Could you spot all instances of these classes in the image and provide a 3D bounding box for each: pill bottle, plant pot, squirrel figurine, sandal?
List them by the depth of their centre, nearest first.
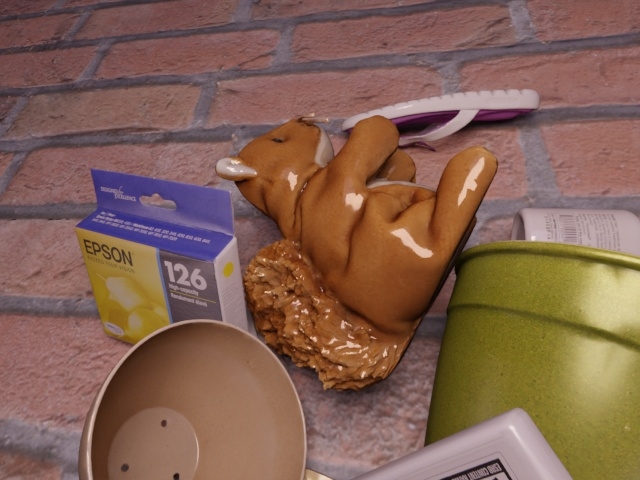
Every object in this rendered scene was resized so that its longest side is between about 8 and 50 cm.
[{"bbox_3d":[0.269,0.242,0.459,0.366,0.366,0.353,20,75,23],"label":"plant pot"},{"bbox_3d":[-0.187,0.274,0.566,0.190,0.283,0.285,-35,46,37],"label":"plant pot"},{"bbox_3d":[0.000,0.000,0.635,0.370,0.281,0.398,28,93,19],"label":"squirrel figurine"},{"bbox_3d":[0.436,0.015,0.672,0.228,0.131,0.131,2,58,14],"label":"pill bottle"},{"bbox_3d":[0.251,-0.244,0.892,0.415,0.169,0.103,-6,97,8],"label":"sandal"}]

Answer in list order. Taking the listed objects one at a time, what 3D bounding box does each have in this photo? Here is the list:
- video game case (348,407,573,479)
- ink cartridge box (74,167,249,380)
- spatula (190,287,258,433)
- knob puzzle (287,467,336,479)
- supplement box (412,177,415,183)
[{"bbox_3d":[0.114,0.333,0.332,0.329,0.036,0.300,-46,65,35],"label":"video game case"},{"bbox_3d":[-0.263,0.055,0.687,0.303,0.308,0.072,11,30,25],"label":"ink cartridge box"},{"bbox_3d":[-0.178,0.196,0.754,0.168,0.019,0.242,-24,56,-3],"label":"spatula"},{"bbox_3d":[-0.005,0.409,0.560,0.212,0.030,0.214,-2,70,5],"label":"knob puzzle"},{"bbox_3d":[0.087,-0.077,0.836,0.188,0.081,0.104,-40,59,-14],"label":"supplement box"}]
